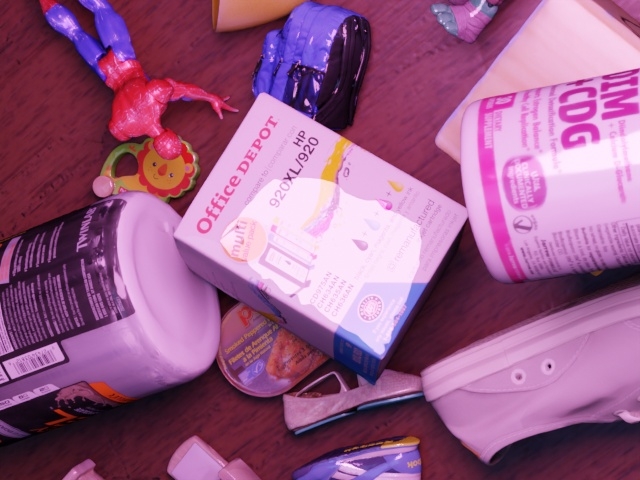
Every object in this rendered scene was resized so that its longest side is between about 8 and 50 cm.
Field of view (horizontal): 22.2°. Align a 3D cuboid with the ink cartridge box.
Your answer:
[{"bbox_3d":[0.000,0.000,1.592,0.232,0.168,0.171,30,80,7],"label":"ink cartridge box"}]

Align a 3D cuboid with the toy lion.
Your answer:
[{"bbox_3d":[-0.182,-0.074,1.750,0.100,0.034,0.096,27,96,13],"label":"toy lion"}]

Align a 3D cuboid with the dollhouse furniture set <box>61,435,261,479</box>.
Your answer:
[{"bbox_3d":[-0.240,0.340,1.672,0.198,0.303,0.286,41,106,8],"label":"dollhouse furniture set"}]

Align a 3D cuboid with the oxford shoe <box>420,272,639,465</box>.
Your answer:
[{"bbox_3d":[0.306,0.098,1.548,0.449,0.169,0.130,-26,85,26],"label":"oxford shoe"}]

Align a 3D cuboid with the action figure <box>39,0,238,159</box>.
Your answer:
[{"bbox_3d":[-0.196,-0.186,1.719,0.091,0.139,0.280,-42,61,20],"label":"action figure"}]

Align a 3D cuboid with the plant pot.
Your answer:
[{"bbox_3d":[-0.057,-0.274,1.645,0.095,0.134,0.134,2,98,-7],"label":"plant pot"}]

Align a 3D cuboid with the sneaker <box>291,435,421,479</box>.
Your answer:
[{"bbox_3d":[0.039,0.245,1.705,0.144,0.053,0.059,-13,95,19],"label":"sneaker"}]

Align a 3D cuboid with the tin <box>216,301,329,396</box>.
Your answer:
[{"bbox_3d":[-0.027,0.085,1.716,0.189,0.040,0.106,-38,89,17],"label":"tin"}]

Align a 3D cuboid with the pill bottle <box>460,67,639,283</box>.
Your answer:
[{"bbox_3d":[0.269,-0.063,1.343,0.283,0.160,0.160,-10,93,18],"label":"pill bottle"}]

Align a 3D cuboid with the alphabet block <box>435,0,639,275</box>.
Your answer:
[{"bbox_3d":[0.254,-0.108,1.526,0.197,0.192,0.193,40,108,8],"label":"alphabet block"}]

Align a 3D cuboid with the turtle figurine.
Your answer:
[{"bbox_3d":[0.200,-0.299,1.547,0.118,0.175,0.234,41,115,-9],"label":"turtle figurine"}]

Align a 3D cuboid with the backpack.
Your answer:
[{"bbox_3d":[-0.009,-0.181,1.647,0.101,0.098,0.120,22,103,18],"label":"backpack"}]

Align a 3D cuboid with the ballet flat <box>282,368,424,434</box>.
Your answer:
[{"bbox_3d":[0.034,0.157,1.696,0.168,0.057,0.052,-19,81,18],"label":"ballet flat"}]

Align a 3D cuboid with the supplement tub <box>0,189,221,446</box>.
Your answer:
[{"bbox_3d":[-0.291,0.093,1.705,0.338,0.207,0.207,-20,90,22],"label":"supplement tub"}]
